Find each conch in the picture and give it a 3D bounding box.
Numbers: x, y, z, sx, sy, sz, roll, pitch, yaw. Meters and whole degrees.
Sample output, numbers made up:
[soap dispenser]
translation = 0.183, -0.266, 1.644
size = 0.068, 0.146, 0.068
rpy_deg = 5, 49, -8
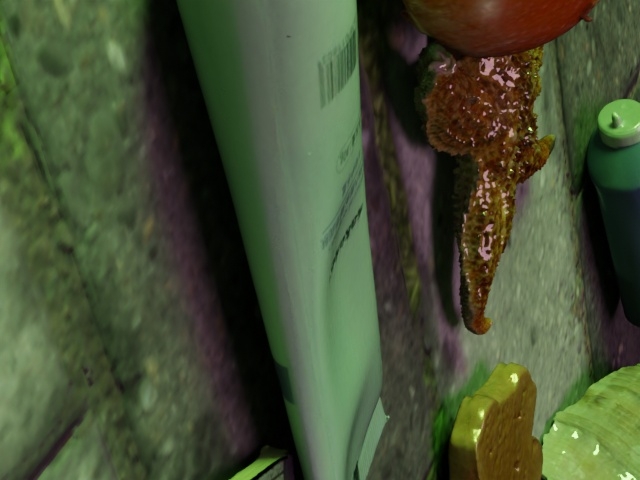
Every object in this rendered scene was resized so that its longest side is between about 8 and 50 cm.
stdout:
[conch]
translation = 0.263, 0.207, 1.108
size = 0.324, 0.186, 0.263
rpy_deg = 41, 41, -61

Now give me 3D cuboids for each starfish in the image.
[starfish]
translation = 0.093, -0.066, 0.842
size = 0.227, 0.043, 0.241
rpy_deg = -22, 117, -61

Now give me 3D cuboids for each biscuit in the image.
[biscuit]
translation = 0.098, 0.162, 0.908
size = 0.133, 0.027, 0.184
rpy_deg = -48, 138, -52

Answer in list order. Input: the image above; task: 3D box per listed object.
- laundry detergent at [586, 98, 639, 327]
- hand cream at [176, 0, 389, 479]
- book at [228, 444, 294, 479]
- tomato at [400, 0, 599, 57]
[laundry detergent]
translation = 0.227, -0.028, 1.104
size = 0.097, 0.061, 0.206
rpy_deg = -61, 145, -27
[hand cream]
translation = 0.000, 0.000, 0.644
size = 0.109, 0.067, 0.321
rpy_deg = -70, 156, -48
[book]
translation = -0.062, 0.186, 0.584
size = 0.231, 0.026, 0.158
rpy_deg = -25, 117, -61
[tomato]
translation = 0.089, -0.203, 0.704
size = 0.236, 0.095, 0.237
rpy_deg = 21, 66, -60
